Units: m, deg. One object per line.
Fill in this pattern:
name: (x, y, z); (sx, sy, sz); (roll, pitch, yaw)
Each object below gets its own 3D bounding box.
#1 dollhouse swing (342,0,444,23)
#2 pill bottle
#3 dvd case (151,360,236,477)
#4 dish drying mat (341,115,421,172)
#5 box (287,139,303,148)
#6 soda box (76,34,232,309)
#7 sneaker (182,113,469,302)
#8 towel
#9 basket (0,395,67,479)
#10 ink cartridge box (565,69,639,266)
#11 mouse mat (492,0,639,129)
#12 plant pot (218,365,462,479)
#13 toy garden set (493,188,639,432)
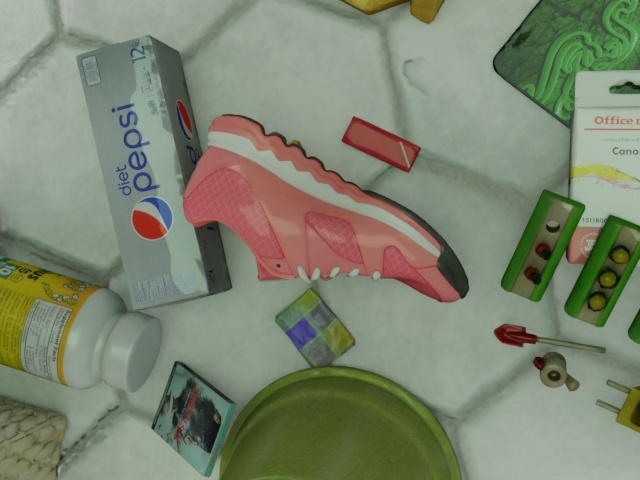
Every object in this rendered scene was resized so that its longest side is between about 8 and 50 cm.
dollhouse swing: (0.013, -0.432, 0.892); (0.347, 0.305, 0.315); (31, 96, 8)
pill bottle: (-0.291, 0.098, 1.059); (0.209, 0.117, 0.117); (16, 94, 12)
dvd case: (-0.142, 0.195, 1.047); (0.119, 0.013, 0.087); (27, 98, 49)
dish drying mat: (0.066, -0.106, 1.036); (0.083, 0.008, 0.032); (27, 97, 10)
box: (-0.032, -0.033, 1.049); (0.081, 0.028, 0.136); (-26, 88, 11)
soda box: (-0.181, -0.071, 1.044); (0.091, 0.098, 0.286); (-14, 88, 10)
sneaker: (0.000, 0.000, 0.978); (0.314, 0.116, 0.136); (30, 85, 3)
towel: (-0.006, 0.101, 1.053); (0.060, 0.009, 0.083); (-39, 83, 11)
basket: (-0.475, 0.324, 0.996); (0.267, 0.331, 0.328); (11, 93, 10)
ink cartridge box: (0.309, -0.075, 0.950); (0.115, 0.067, 0.198); (1, 94, 12)
mouse mat: (0.294, -0.212, 0.988); (0.153, 0.007, 0.189); (39, 99, 9)
plant pot: (-0.008, 0.282, 0.926); (0.276, 0.254, 0.275); (1, 93, 13)
toy garden set: (0.293, 0.090, 0.926); (0.244, 0.049, 0.203); (22, 114, 4)
